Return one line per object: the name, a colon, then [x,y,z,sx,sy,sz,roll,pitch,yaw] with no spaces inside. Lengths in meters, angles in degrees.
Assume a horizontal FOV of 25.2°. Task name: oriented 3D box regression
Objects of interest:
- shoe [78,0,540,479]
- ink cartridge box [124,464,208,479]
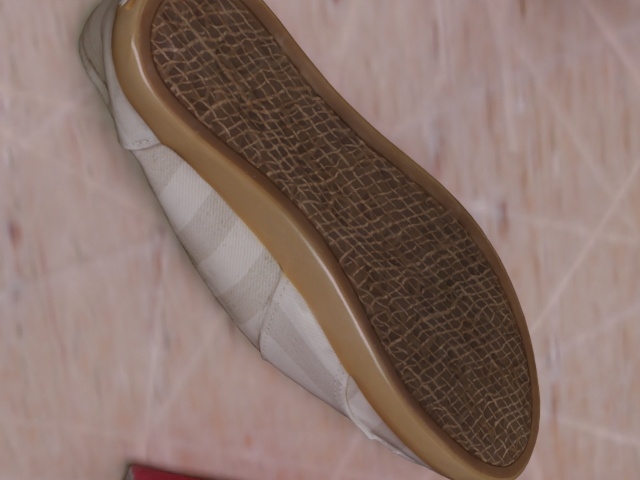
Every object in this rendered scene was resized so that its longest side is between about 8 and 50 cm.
shoe: [0.000,0.000,0.480,0.219,0.058,0.076,52,55,-22]
ink cartridge box: [0.091,0.263,0.495,0.384,0.160,0.279,13,98,-16]
